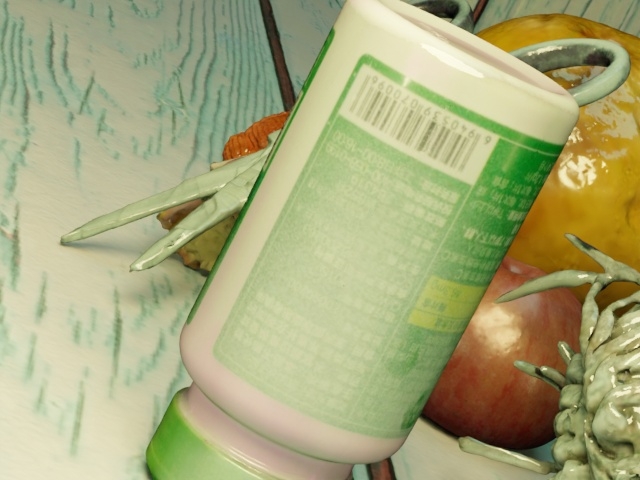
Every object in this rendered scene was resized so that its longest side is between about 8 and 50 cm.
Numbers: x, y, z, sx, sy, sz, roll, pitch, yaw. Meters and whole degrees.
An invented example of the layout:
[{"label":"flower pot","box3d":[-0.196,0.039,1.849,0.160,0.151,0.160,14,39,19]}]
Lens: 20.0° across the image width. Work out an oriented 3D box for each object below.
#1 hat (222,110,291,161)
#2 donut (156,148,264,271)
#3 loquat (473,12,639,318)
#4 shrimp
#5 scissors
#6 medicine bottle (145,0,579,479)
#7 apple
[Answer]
[{"label":"hat","box3d":[-0.008,-0.032,1.536,0.112,0.094,0.162,6,41,-32]},{"label":"donut","box3d":[0.000,0.000,1.246,0.233,0.199,0.085,-120,-172,-63]},{"label":"loquat","box3d":[0.182,-0.033,1.429,0.276,0.284,0.276,25,43,-25]},{"label":"shrimp","box3d":[0.172,0.114,1.057,0.166,0.221,0.410,26,36,-2]},{"label":"scissors","box3d":[0.002,-0.074,1.260,0.383,0.029,0.256,-28,31,-21]},{"label":"medicine bottle","box3d":[0.014,0.021,0.929,0.133,0.274,0.133,27,12,-6]},{"label":"apple","box3d":[0.120,0.072,1.273,0.153,0.120,0.153,25,14,-7]}]
